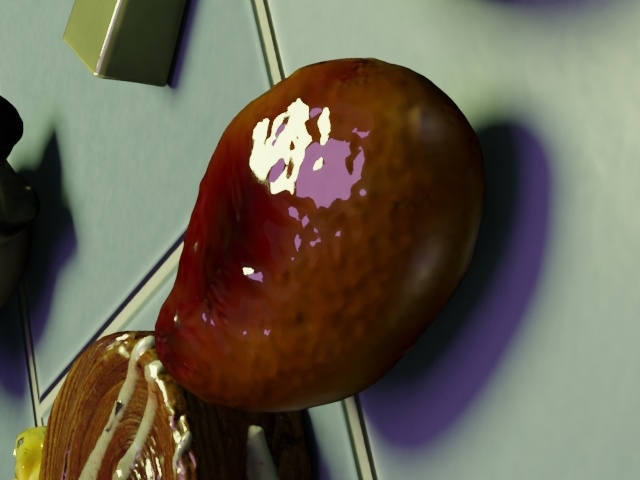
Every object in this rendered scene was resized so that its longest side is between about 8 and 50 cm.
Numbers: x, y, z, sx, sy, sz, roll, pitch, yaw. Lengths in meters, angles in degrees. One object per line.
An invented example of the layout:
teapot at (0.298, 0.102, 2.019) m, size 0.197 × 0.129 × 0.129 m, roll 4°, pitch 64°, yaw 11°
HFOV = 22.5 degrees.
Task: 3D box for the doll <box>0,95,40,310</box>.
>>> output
doll at (-0.261, 0.011, 1.028) m, size 0.257 × 0.117 × 0.182 m, roll -49°, pitch 45°, yaw 44°

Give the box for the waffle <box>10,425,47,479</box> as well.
waffle at (-0.162, 0.244, 0.903) m, size 0.291 × 0.051 × 0.291 m, roll -9°, pitch 80°, yaw 56°

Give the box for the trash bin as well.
trash bin at (-0.096, -0.135, 0.844) m, size 0.061 × 0.043 × 0.092 m, roll 47°, pitch 123°, yaw 51°

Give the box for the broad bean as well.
broad bean at (0.000, 0.000, 0.626) m, size 0.114 × 0.084 × 0.165 m, roll 35°, pitch 125°, yaw 13°

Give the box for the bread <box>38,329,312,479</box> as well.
bread at (-0.069, 0.118, 0.741) m, size 0.160 × 0.073 × 0.160 m, roll -5°, pitch 84°, yaw 55°
